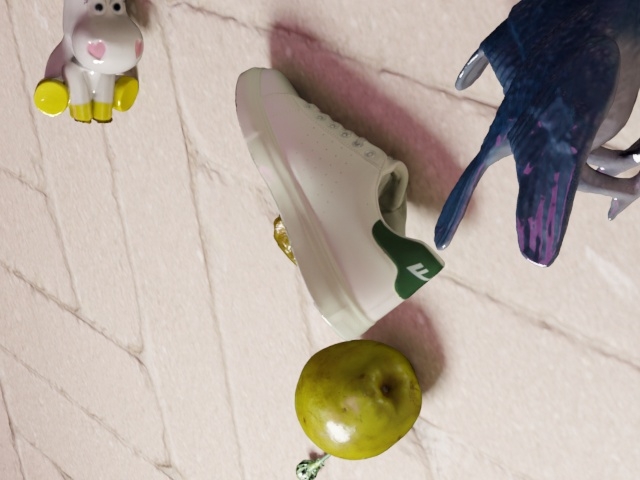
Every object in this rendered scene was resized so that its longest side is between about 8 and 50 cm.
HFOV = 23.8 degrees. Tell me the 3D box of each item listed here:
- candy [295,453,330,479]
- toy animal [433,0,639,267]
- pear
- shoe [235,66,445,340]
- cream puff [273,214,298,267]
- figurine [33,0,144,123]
[{"bbox_3d":[0.001,0.218,1.508,0.083,0.025,0.023,-45,41,46],"label":"candy"},{"bbox_3d":[0.145,-0.100,0.922,0.176,0.255,0.239,48,-164,-21],"label":"toy animal"},{"bbox_3d":[0.031,0.137,1.307,0.131,0.107,0.107,-21,95,56],"label":"pear"},{"bbox_3d":[0.017,-0.049,1.225,0.095,0.110,0.265,41,-155,-57],"label":"shoe"},{"bbox_3d":[0.000,0.000,1.308,0.058,0.083,0.083,-41,58,18],"label":"cream puff"},{"bbox_3d":[-0.224,-0.200,1.471,0.178,0.109,0.130,115,145,-49],"label":"figurine"}]
